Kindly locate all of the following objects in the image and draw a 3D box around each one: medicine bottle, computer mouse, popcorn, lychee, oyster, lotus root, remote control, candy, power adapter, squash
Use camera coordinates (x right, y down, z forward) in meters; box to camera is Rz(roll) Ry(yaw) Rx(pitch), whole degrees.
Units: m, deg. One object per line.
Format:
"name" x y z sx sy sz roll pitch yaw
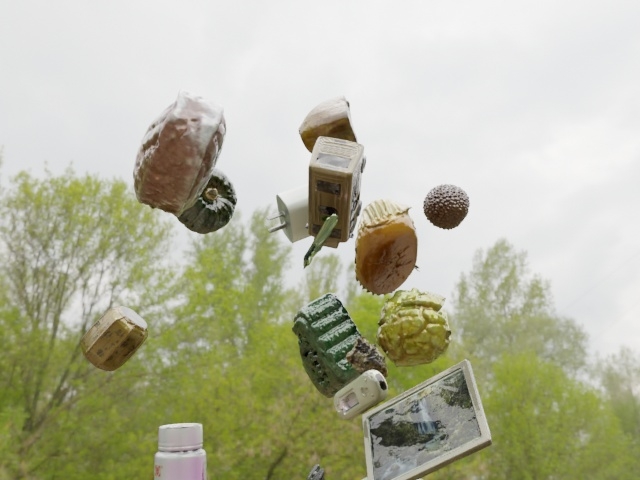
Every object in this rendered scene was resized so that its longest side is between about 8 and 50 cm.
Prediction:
"medicine bottle" -0.407 0.669 1.791 0.152 0.255 0.152 -2 -13 0
"computer mouse" -0.022 0.840 2.120 0.047 0.135 0.079 11 7 -33
"popcorn" 0.309 0.285 2.031 0.247 0.282 0.282 0 -26 0
"lychee" 0.493 -0.137 2.425 0.188 0.188 0.188 1 -26 1
"oyster" 0.152 0.362 1.853 0.148 0.103 0.051 35 -8 -18
"lotus root" 0.030 -0.336 1.957 0.180 0.188 0.199 -18 -56 8
"remote control" 0.093 0.381 1.504 0.042 0.078 0.221 -11 -24 -32
"candy" -0.290 -0.174 1.257 0.157 0.214 0.289 21 -38 -14
"power adapter" -0.078 -0.099 2.267 0.255 0.124 0.187 -21 -49 -18
"squash" -0.357 -0.128 1.888 0.172 0.218 0.218 -8 -27 31

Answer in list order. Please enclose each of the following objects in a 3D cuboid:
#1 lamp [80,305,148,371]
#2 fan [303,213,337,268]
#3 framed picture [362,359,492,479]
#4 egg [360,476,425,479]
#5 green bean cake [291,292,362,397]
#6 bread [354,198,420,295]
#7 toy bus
"lamp" -0.644 0.307 1.928 0.161 0.185 0.161 40 0 0
"fan" 0.000 0.000 1.543 0.009 0.131 0.240 37 -35 9
"framed picture" 0.236 0.440 1.443 0.324 0.240 0.020 -34 -61 23
"egg" 0.230 0.763 1.605 0.389 0.276 0.276 29 -32 -11
"green bean cake" 0.022 0.376 2.149 0.169 0.300 0.308 -25 -18 -24
"bread" 0.219 0.037 2.126 0.236 0.183 0.389 -16 -43 -1
"toy bus" 0.037 -0.121 1.633 0.139 0.157 0.289 13 -41 9
